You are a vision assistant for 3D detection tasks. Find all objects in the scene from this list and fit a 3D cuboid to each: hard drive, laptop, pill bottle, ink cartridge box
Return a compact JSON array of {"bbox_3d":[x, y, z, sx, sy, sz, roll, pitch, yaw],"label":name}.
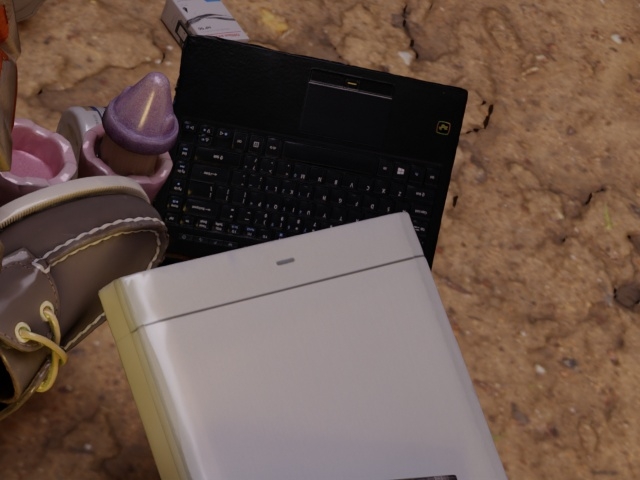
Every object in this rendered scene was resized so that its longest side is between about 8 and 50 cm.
[{"bbox_3d":[0.020,0.169,1.183,0.233,0.047,0.353,-13,79,-37],"label":"hard drive"},{"bbox_3d":[0.000,0.000,1.398,0.234,0.264,0.136,10,6,-19],"label":"laptop"},{"bbox_3d":[-0.139,-0.069,1.455,0.120,0.067,0.067,-1,47,-28],"label":"pill bottle"},{"bbox_3d":[-0.096,-0.178,1.625,0.048,0.028,0.083,-12,53,-36],"label":"ink cartridge box"}]

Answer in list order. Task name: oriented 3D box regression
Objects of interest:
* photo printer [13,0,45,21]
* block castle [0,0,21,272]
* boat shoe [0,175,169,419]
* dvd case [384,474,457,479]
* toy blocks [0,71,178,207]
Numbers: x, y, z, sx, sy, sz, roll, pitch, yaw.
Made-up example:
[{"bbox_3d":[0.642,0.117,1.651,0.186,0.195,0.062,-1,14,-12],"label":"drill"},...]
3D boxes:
[{"bbox_3d":[-0.351,-0.301,1.494,0.307,0.107,0.256,8,52,-49],"label":"photo printer"},{"bbox_3d":[-0.306,-0.087,0.989,0.212,0.303,0.453,-4,60,6],"label":"block castle"},{"bbox_3d":[-0.215,0.068,1.153,0.324,0.117,0.096,-31,48,-29],"label":"boat shoe"},{"bbox_3d":[0.014,0.225,1.102,0.221,0.018,0.165,2,70,-41],"label":"dvd case"},{"bbox_3d":[-0.279,-0.099,1.263,0.288,0.260,0.309,44,43,19],"label":"toy blocks"}]
